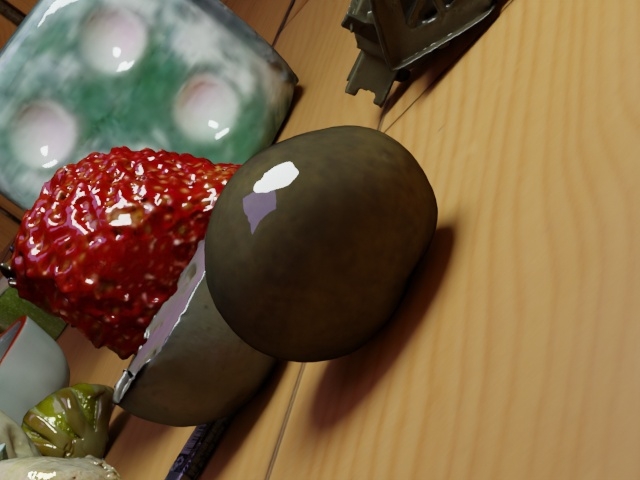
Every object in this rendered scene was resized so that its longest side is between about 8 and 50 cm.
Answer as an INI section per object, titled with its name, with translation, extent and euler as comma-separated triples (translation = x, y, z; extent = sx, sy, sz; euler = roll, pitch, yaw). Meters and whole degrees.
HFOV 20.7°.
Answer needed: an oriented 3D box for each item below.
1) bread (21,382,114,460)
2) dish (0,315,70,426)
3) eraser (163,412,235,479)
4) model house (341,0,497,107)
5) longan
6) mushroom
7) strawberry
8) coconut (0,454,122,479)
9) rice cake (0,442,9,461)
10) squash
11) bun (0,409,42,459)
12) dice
[bread]
translation = -0.277, 0.213, 1.869
extent = 0.157, 0.094, 0.083
euler = -48, 8, -11
[dish]
translation = -0.401, 0.228, 2.198
extent = 0.256, 0.117, 0.256
euler = -51, 13, 16
[eraser]
translation = -0.100, 0.174, 1.494
extent = 0.027, 0.019, 0.099
euler = -3, 52, 55
[model house]
translation = 0.065, -0.252, 1.673
extent = 0.211, 0.204, 0.243
euler = -80, 12, -62
[longan]
translation = 0.000, 0.000, 1.297
extent = 0.187, 0.167, 0.167
euler = -35, 8, -16
[mushroom]
translation = -0.093, 0.085, 1.477
extent = 0.188, 0.117, 0.141
euler = -59, -2, -35
[strawberry]
translation = -0.165, -0.001, 1.718
extent = 0.258, 0.261, 0.261
euler = -60, 12, 5
[coconut]
translation = -0.214, 0.251, 1.360
extent = 0.194, 0.194, 0.194
euler = -50, 13, 17
[rice cake]
translation = -0.272, 0.279, 1.488
extent = 0.038, 0.211, 0.124
euler = 0, 33, 23
[squash]
translation = -0.444, 0.087, 2.706
extent = 0.170, 0.123, 0.170
euler = -50, 12, 15
[bun]
translation = -0.405, 0.320, 1.707
extent = 0.362, 0.234, 0.326
euler = -51, -18, 3
[dice]
translation = -0.248, -0.172, 2.215
extent = 0.348, 0.328, 0.330
euler = -53, 13, 3
